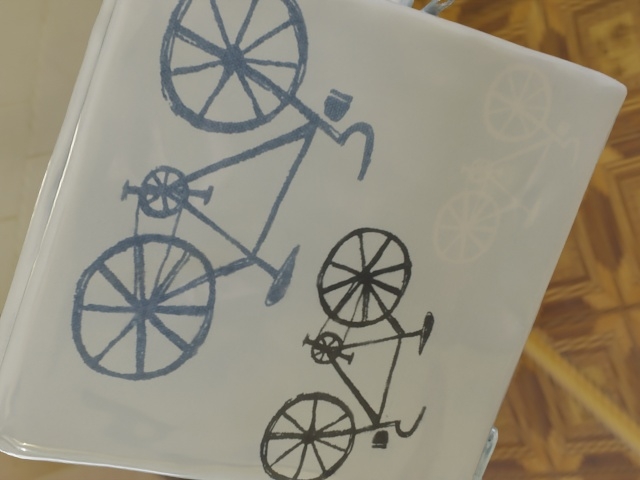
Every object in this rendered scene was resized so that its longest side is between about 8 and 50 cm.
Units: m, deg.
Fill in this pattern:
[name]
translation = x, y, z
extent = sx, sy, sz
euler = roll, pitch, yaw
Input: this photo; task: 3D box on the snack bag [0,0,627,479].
[snack bag]
translation = 0.000, 0.000, 0.894
extent = 0.037, 0.343, 0.323
euler = 42, 115, 62
